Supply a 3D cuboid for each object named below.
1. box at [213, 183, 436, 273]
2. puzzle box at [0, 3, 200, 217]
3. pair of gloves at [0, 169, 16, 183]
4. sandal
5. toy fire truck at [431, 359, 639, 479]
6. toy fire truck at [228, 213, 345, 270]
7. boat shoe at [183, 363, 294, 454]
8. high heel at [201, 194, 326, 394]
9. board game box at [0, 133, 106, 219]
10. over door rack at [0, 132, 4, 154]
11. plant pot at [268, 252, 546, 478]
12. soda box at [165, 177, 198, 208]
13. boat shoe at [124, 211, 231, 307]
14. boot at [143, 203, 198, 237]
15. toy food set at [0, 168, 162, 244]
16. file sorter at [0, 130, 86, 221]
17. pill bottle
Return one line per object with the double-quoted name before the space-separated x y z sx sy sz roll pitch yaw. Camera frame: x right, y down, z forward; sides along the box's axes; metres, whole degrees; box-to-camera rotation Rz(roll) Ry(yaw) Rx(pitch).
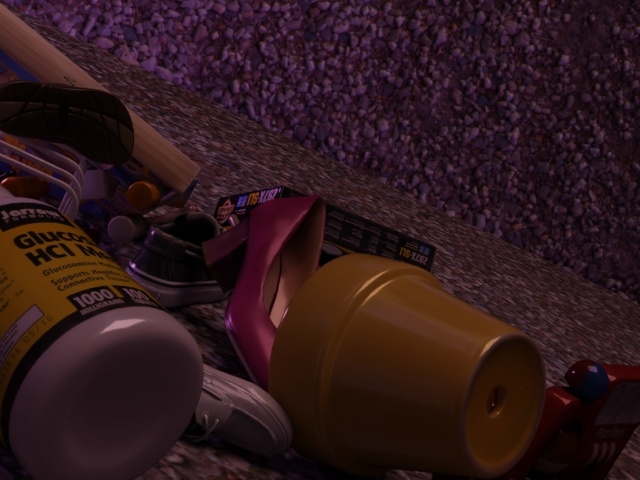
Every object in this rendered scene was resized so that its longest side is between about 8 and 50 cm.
"box" 0.000 0.000 2.145 0.322 0.079 0.257 22 -12 -27
"puzzle box" -0.385 -0.185 1.750 0.409 0.052 0.272 40 -23 -15
"pair of gloves" -0.468 -0.078 1.713 0.010 0.074 0.083 64 14 2
"sandal" -0.319 -0.147 1.500 0.060 0.090 0.219 9 2 42
"toy fire truck" 0.294 0.256 1.499 0.169 0.253 0.302 36 14 36
"toy fire truck" -0.037 0.066 1.875 0.246 0.158 0.217 8 22 -37
"boat shoe" -0.138 0.181 1.338 0.228 0.079 0.081 31 35 -2
"high heel" -0.033 0.074 1.574 0.127 0.181 0.377 62 2 -45
"board game box" -0.483 -0.166 2.017 0.347 0.078 0.233 26 11 -6
"over door rack" -0.633 -0.200 1.765 0.324 0.108 0.239 27 11 -2
"plant pot" 0.110 0.156 1.376 0.239 0.254 0.254 12 -2 42
"soda box" -0.279 -0.122 1.953 0.183 0.058 0.063 38 14 33
"boat shoe" -0.180 0.018 1.798 0.121 0.119 0.335 29 12 7
"boot" -0.247 -0.027 1.915 0.087 0.118 0.042 1 66 -21
"toy food set" -0.325 -0.045 1.730 0.232 0.111 0.104 -2 5 14
"file sorter" -0.397 -0.052 1.489 0.193 0.173 0.277 25 11 -15
"pill bottle" -0.274 0.075 1.171 0.188 0.188 0.334 14 18 -49
